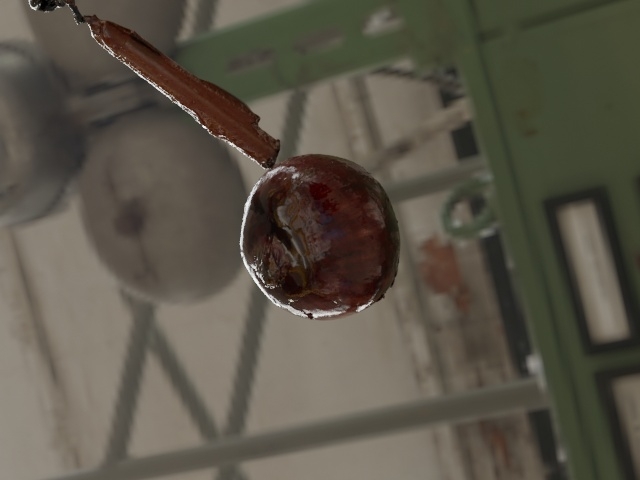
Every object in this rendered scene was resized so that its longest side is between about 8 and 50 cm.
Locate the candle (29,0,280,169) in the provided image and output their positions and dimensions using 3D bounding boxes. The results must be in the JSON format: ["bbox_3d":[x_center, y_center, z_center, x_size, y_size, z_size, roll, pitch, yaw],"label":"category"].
[{"bbox_3d":[-0.090,-0.094,1.075,0.167,0.021,0.026,35,-110,-22],"label":"candle"}]

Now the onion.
[{"bbox_3d":[0.000,0.000,1.485,0.131,0.131,0.131,26,-123,-50],"label":"onion"}]
